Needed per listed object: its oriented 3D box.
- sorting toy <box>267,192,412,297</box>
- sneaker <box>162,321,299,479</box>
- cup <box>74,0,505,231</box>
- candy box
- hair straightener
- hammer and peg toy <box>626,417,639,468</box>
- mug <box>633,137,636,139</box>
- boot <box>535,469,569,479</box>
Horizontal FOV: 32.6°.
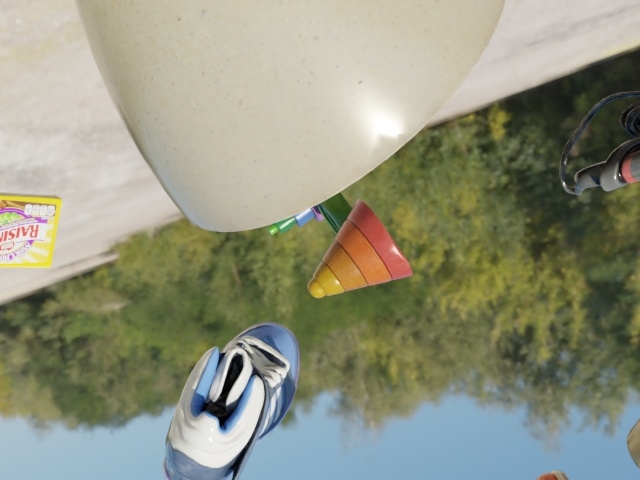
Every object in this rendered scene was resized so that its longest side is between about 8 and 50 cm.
[{"bbox_3d":[0.000,0.000,1.523,0.126,0.127,0.365,-37,-158,-6],"label":"sorting toy"},{"bbox_3d":[-0.099,0.190,1.500,0.323,0.130,0.236,-55,173,-39],"label":"sneaker"},{"bbox_3d":[-0.059,-0.207,0.845,0.331,0.237,0.331,-30,-148,21],"label":"cup"},{"bbox_3d":[-0.455,-0.015,1.495,0.206,0.105,0.027,1,-162,-45],"label":"candy box"},{"bbox_3d":[0.258,-0.083,0.707,0.230,0.047,0.089,-22,-140,35],"label":"hair straightener"},{"bbox_3d":[0.412,0.228,0.871,0.361,0.266,0.127,3,138,-24],"label":"hammer and peg toy"},{"bbox_3d":[0.457,-0.136,1.349,0.158,0.129,0.097,13,-149,7],"label":"mug"},{"bbox_3d":[0.187,0.283,1.022,0.084,0.158,0.059,20,158,-5],"label":"boot"}]
